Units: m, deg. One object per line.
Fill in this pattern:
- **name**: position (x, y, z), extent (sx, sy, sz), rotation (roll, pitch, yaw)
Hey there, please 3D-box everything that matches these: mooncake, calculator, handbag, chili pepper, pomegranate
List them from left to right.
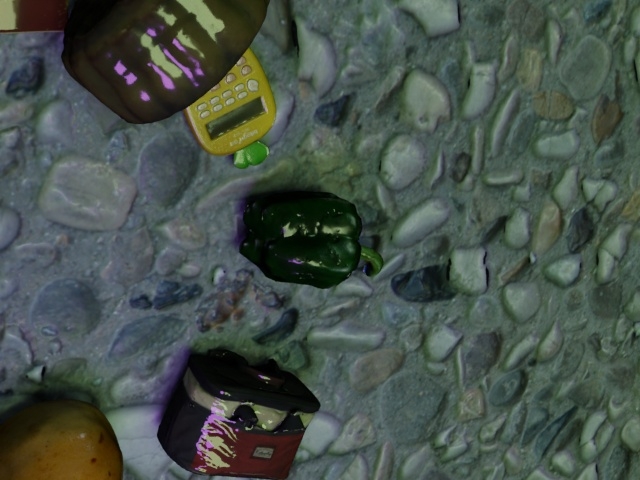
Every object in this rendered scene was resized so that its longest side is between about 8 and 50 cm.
- **pomegranate**: position (-0.405, 0.359, 1.498), extent (0.233, 0.233, 0.233), rotation (-12, 115, -27)
- **mooncake**: position (-0.212, -0.298, 1.308), extent (0.290, 0.290, 0.161), rotation (-49, 121, -6)
- **calculator**: position (-0.145, -0.217, 1.538), extent (0.146, 0.032, 0.235), rotation (-30, 121, -18)
- **handbag**: position (-0.131, 0.297, 1.667), extent (0.254, 0.181, 0.181), rotation (16, 102, -38)
- **chili pepper**: position (0.000, 0.000, 1.640), extent (0.261, 0.174, 0.165), rotation (3, 82, -31)

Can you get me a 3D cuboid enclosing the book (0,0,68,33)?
- **book**: position (-0.509, -0.390, 1.247), extent (0.374, 0.028, 0.262), rotation (-9, 112, -28)
